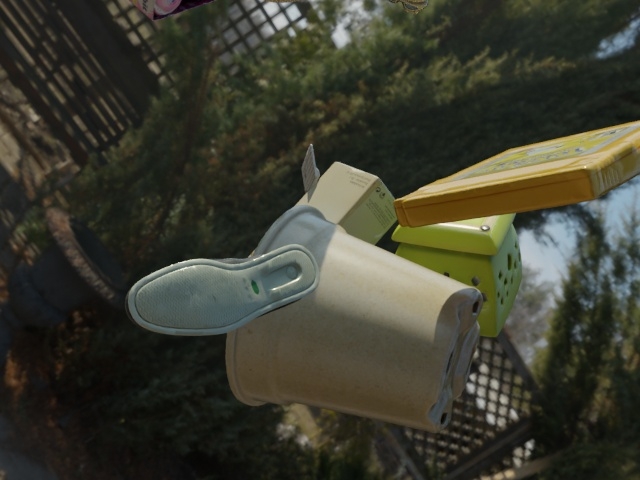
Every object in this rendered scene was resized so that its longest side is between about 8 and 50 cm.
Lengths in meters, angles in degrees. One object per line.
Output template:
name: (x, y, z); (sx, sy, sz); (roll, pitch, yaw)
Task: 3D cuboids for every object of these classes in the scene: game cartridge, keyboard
game cartridge: (0.291, -0.093, 1.004); (0.285, 0.324, 0.052); (-9, -81, 44)
keyboard: (-0.026, -0.153, 1.692); (0.256, 0.014, 0.072); (135, -59, -82)

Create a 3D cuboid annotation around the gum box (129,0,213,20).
gum box: (-0.194, -0.389, 1.077); (0.107, 0.188, 0.062); (42, -39, 19)

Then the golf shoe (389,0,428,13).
golf shoe: (0.060, -0.343, 0.920); (0.176, 0.069, 0.086); (18, -10, 2)

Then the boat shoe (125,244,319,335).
boat shoe: (-0.110, 0.061, 0.837); (0.079, 0.233, 0.084); (-22, -98, 50)

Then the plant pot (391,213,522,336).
plant pot: (0.256, 0.025, 1.441); (0.228, 0.227, 0.207); (-50, 142, -51)

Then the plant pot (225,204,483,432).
plant pot: (0.072, 0.140, 1.164); (0.305, 0.333, 0.334); (15, -17, 22)

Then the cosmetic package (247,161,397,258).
cosmetic package: (0.000, 0.000, 1.527); (0.160, 0.309, 0.113); (26, -20, 52)

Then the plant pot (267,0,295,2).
plant pot: (-0.074, -0.570, 1.318); (0.275, 0.275, 0.243); (54, 25, -59)
